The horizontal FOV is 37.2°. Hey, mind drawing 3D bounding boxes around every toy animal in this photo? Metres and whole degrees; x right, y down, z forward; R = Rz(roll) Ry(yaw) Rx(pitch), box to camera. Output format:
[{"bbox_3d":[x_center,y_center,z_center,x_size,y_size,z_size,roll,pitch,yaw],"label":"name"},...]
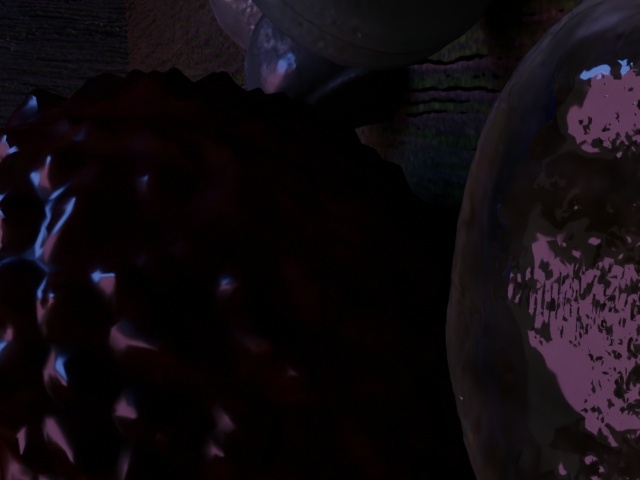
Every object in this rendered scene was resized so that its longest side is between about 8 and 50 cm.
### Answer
[{"bbox_3d":[-0.019,-0.223,0.876,0.125,0.127,0.251,127,131,-56],"label":"toy animal"}]

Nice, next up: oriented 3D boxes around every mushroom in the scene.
[{"bbox_3d":[0.146,0.030,0.445,0.247,0.130,0.344,-121,31,-62],"label":"mushroom"}]

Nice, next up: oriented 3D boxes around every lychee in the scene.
[{"bbox_3d":[-0.076,0.101,0.724,0.424,0.500,0.424,-38,26,23],"label":"lychee"}]

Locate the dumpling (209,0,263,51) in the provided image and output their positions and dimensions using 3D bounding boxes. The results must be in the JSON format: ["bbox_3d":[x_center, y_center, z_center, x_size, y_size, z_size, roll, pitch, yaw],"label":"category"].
[{"bbox_3d":[-0.049,-0.287,1.026,0.166,0.126,0.216,-47,28,30],"label":"dumpling"}]

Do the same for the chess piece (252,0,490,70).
[{"bbox_3d":[0.077,-0.249,0.544,0.299,0.194,0.195,-41,54,57],"label":"chess piece"}]
